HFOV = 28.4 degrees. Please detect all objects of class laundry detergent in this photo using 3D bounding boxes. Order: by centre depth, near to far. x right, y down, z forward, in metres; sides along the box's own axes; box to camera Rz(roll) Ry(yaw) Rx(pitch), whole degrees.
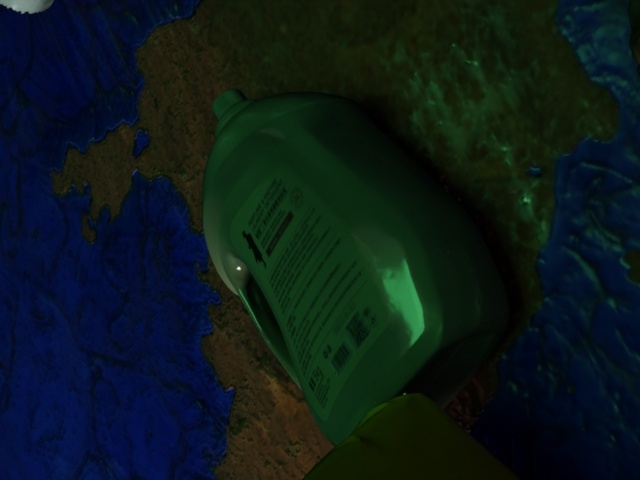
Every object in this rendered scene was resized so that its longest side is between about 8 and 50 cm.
[{"bbox_3d":[0.000,0.000,0.813,0.253,0.091,0.181,54,134,26],"label":"laundry detergent"}]

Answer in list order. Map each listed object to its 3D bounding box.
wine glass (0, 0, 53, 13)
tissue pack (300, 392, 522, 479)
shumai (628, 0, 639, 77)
[{"bbox_3d":[-0.207,-0.286,0.979,0.103,0.103,0.222,53,129,27],"label":"wine glass"},{"bbox_3d":[0.018,0.285,0.587,0.293,0.382,0.228,41,122,14],"label":"tissue pack"},{"bbox_3d":[0.244,-0.109,0.525,0.206,0.166,0.176,28,91,37],"label":"shumai"}]
